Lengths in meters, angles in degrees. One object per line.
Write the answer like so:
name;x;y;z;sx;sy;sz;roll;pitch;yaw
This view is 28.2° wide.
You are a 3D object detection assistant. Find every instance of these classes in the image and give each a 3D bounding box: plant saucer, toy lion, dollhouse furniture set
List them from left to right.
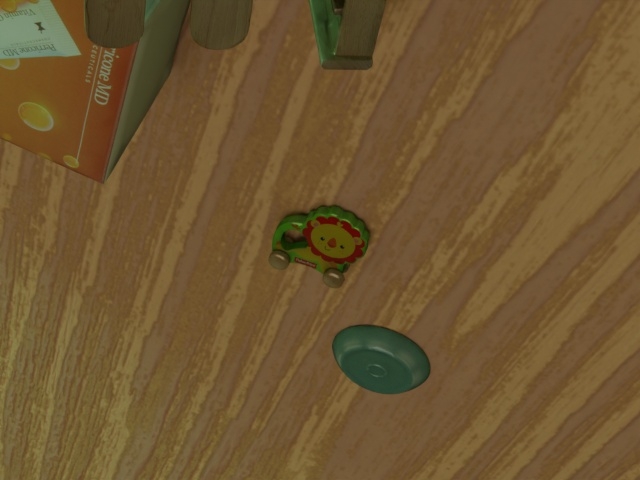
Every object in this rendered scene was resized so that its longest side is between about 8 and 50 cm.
dollhouse furniture set;-0.071;-0.227;0.978;0.242;0.212;0.161;0;143;-11
toy lion;0.000;0.000;1.345;0.100;0.034;0.096;18;134;6
plant saucer;0.068;0.145;1.483;0.119;0.021;0.119;13;140;11

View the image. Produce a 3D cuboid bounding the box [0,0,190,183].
box;-0.296;-0.234;1.102;0.345;0.168;0.215;24;141;-2
